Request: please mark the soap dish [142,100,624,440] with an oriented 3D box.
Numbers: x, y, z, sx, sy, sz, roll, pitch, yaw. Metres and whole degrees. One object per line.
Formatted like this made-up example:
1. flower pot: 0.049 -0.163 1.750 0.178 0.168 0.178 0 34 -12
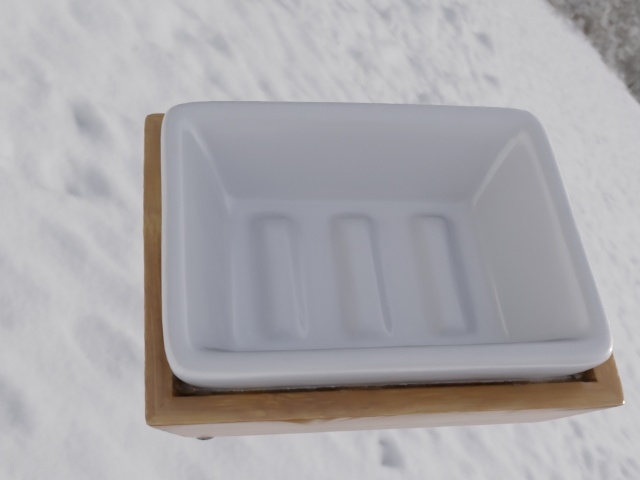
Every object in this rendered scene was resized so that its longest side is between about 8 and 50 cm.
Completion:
1. soap dish: 0.029 0.021 0.622 0.291 0.118 0.228 0 55 -11
